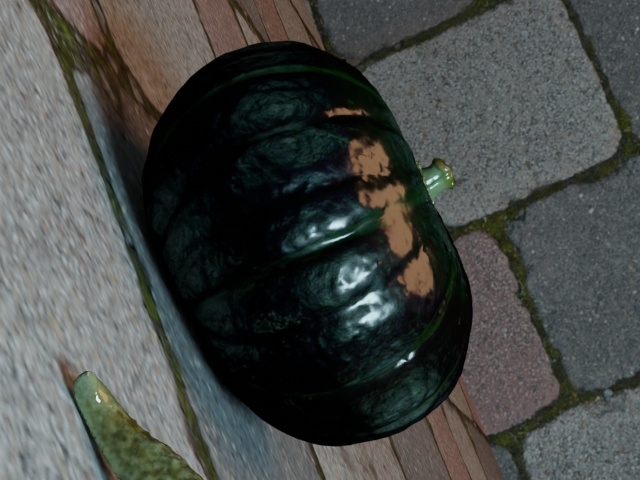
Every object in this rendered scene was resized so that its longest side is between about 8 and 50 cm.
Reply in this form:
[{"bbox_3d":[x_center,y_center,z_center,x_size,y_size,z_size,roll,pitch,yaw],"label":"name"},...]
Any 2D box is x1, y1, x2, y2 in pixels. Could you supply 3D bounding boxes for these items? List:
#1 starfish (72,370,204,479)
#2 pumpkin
[{"bbox_3d":[-0.028,0.138,0.504,0.223,0.050,0.217,63,12,16],"label":"starfish"},{"bbox_3d":[0.000,0.000,0.789,0.202,0.140,0.202,-22,90,-87],"label":"pumpkin"}]
